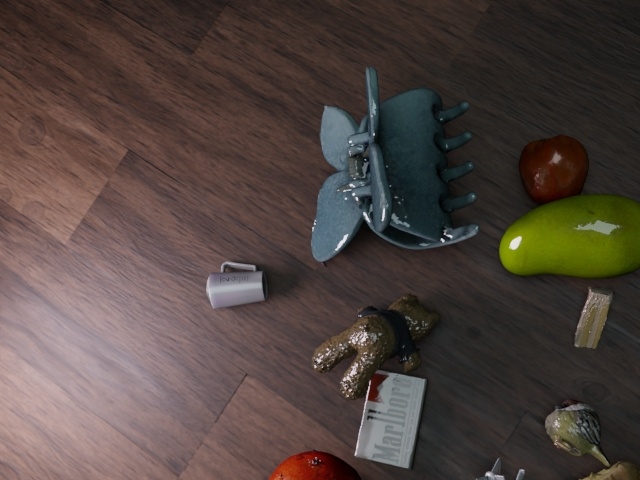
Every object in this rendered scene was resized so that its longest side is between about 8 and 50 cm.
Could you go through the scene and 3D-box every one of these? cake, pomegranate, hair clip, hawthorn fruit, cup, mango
[{"bbox_3d":[0.521,0.148,1.705,0.052,0.065,0.121,16,106,13],"label":"cake"},{"bbox_3d":[-0.016,0.508,1.653,0.210,0.210,0.235,19,84,13],"label":"pomegranate"},{"bbox_3d":[0.148,-0.136,1.702,0.238,0.392,0.318,2,77,-18],"label":"hair clip"},{"bbox_3d":[0.448,-0.132,1.716,0.133,0.133,0.137,-8,94,9],"label":"hawthorn fruit"},{"bbox_3d":[-0.170,0.086,1.832,0.116,0.074,0.104,-7,51,6],"label":"cup"},{"bbox_3d":[0.480,-0.002,1.676,0.293,0.175,0.143,-9,39,21],"label":"mango"}]

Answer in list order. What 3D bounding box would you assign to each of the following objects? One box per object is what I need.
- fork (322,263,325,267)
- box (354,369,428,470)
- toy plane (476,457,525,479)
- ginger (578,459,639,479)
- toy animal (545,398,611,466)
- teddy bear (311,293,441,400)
[{"bbox_3d":[-0.001,0.000,1.836,0.012,0.016,0.115,-4,79,-13],"label":"fork"},{"bbox_3d":[0.138,0.347,1.739,0.115,0.036,0.177,9,83,14],"label":"box"},{"bbox_3d":[0.334,0.496,1.647,0.066,0.162,0.171,1,111,46],"label":"toy plane"},{"bbox_3d":[0.548,0.516,1.587,0.276,0.130,0.221,28,78,8],"label":"ginger"},{"bbox_3d":[0.484,0.349,1.640,0.137,0.098,0.098,27,86,27],"label":"toy animal"},{"bbox_3d":[0.112,0.191,1.707,0.251,0.129,0.182,-35,63,-14],"label":"teddy bear"}]
